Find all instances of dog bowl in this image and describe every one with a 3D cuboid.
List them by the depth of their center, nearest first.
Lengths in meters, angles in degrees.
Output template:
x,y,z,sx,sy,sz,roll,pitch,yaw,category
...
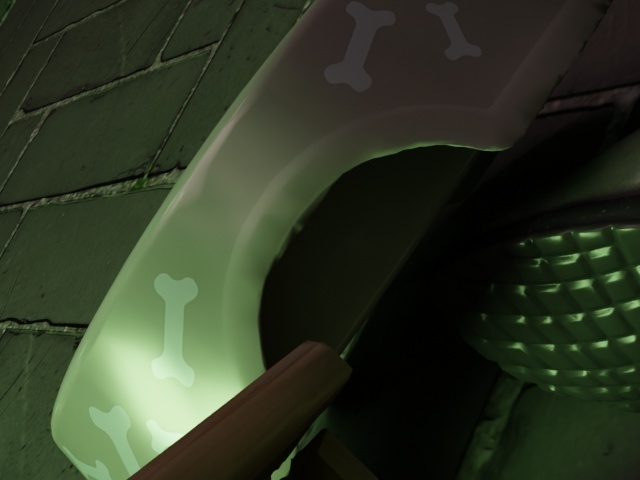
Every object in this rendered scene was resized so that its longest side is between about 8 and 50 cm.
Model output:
x,y,z,sx,sy,sz,roll,pitch,yaw,category
0.000,0.000,0.636,0.349,0.102,0.349,-55,-4,-6,dog bowl

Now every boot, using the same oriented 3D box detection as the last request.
x,y,z,sx,sy,sz,roll,pitch,yaw,category
0.207,-0.061,0.535,0.338,0.118,0.222,-19,35,44,boot

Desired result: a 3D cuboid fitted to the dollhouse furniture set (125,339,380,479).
x,y,z,sx,sy,sz,roll,pitch,yaw,category
0.106,0.058,0.199,0.362,0.256,0.394,-35,-15,-51,dollhouse furniture set
